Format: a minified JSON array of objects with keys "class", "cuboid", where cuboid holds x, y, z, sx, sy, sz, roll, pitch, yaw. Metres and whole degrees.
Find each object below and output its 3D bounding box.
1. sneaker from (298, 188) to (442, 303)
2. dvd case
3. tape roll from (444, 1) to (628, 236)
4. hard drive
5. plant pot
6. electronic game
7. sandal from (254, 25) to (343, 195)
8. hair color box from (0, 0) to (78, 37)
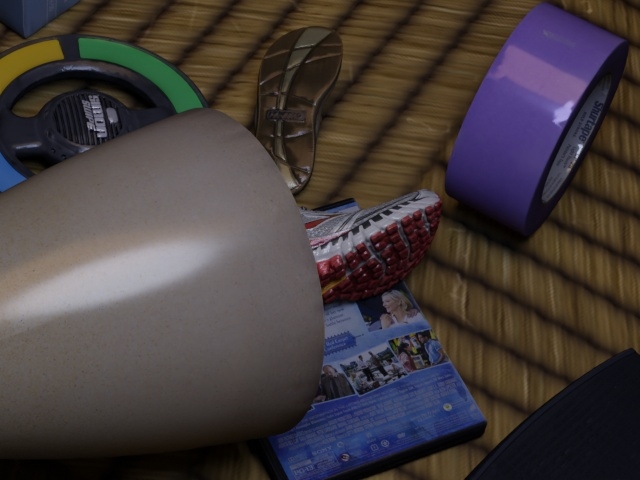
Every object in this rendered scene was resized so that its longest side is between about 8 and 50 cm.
[{"class":"sneaker","cuboid":[0.000,0.000,1.461,0.225,0.088,0.092,-20,56,-21]},{"class":"dvd case","cuboid":[0.000,0.084,1.466,0.180,0.022,0.253,-17,57,-19]},{"class":"tape roll","cuboid":[0.187,-0.104,1.532,0.080,0.189,0.189,28,54,15]},{"class":"hard drive","cuboid":[0.215,0.197,1.385,0.172,0.054,0.255,40,57,22]},{"class":"plant pot","cuboid":[-0.179,0.055,1.284,0.274,0.256,0.256,-15,55,-32]},{"class":"electronic game","cuboid":[-0.204,-0.095,1.555,0.229,0.048,0.229,6,50,-8]},{"class":"sandal","cuboid":[-0.024,-0.114,1.606,0.072,0.049,0.180,8,66,5]},{"class":"hair color box","cuboid":[-0.221,-0.372,1.736,0.185,0.113,0.374,35,55,19]}]
